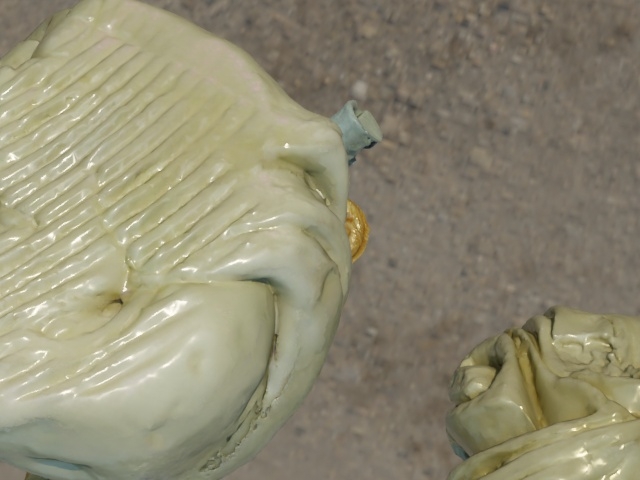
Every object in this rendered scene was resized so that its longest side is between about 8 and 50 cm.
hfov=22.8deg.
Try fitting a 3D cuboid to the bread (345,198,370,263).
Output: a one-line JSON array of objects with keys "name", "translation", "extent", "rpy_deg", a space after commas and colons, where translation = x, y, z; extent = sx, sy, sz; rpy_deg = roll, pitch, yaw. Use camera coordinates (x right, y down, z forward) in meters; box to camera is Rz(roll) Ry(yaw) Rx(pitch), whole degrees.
[{"name": "bread", "translation": [0.000, 0.000, 1.718], "extent": [0.111, 0.044, 0.083], "rpy_deg": [-29, 75, 0]}]

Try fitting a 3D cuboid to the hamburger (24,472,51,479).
[{"name": "hamburger", "translation": [-0.192, 0.191, 1.574], "extent": [0.108, 0.214, 0.213], "rpy_deg": [24, 136, 26]}]

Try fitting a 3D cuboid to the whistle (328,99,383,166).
[{"name": "whistle", "translation": [-0.072, -0.033, 1.816], "extent": [0.346, 0.142, 0.133], "rpy_deg": [-37, 70, 23]}]

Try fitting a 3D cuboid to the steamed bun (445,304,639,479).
[{"name": "steamed bun", "translation": [0.198, 0.196, 1.359], "extent": [0.203, 0.289, 0.276], "rpy_deg": [11, 153, 18]}]

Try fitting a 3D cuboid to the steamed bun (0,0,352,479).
[{"name": "steamed bun", "translation": [-0.150, 0.024, 1.135], "extent": [0.352, 0.339, 0.247], "rpy_deg": [33, 154, 22]}]
